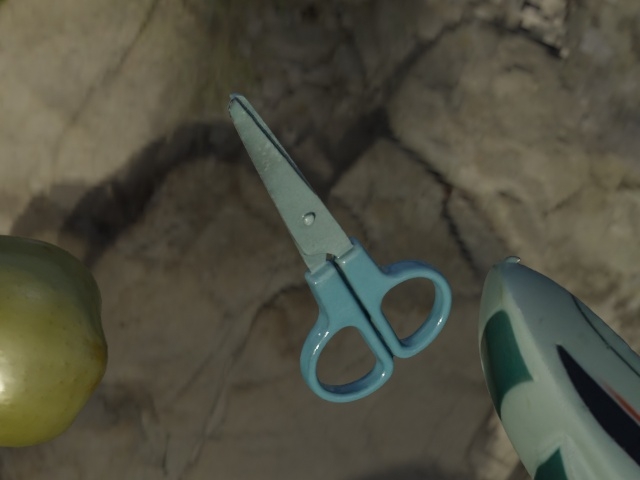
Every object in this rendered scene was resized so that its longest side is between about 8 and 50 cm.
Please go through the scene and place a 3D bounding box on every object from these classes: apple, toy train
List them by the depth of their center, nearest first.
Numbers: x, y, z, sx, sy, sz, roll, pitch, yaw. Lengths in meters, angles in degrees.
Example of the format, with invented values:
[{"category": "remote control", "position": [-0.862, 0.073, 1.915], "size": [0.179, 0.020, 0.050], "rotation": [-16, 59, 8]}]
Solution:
[{"category": "toy train", "position": [0.206, 0.177, 1.024], "size": [0.088, 0.086, 0.407], "rotation": [-37, 75, -27]}, {"category": "apple", "position": [-0.277, 0.086, 1.735], "size": [0.200, 0.200, 0.200], "rotation": [3, 63, -7]}]

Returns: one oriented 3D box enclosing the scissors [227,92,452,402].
[{"category": "scissors", "position": [0.000, 0.000, 2.063], "size": [0.192, 0.447, 0.029], "rotation": [-38, 43, -6]}]
